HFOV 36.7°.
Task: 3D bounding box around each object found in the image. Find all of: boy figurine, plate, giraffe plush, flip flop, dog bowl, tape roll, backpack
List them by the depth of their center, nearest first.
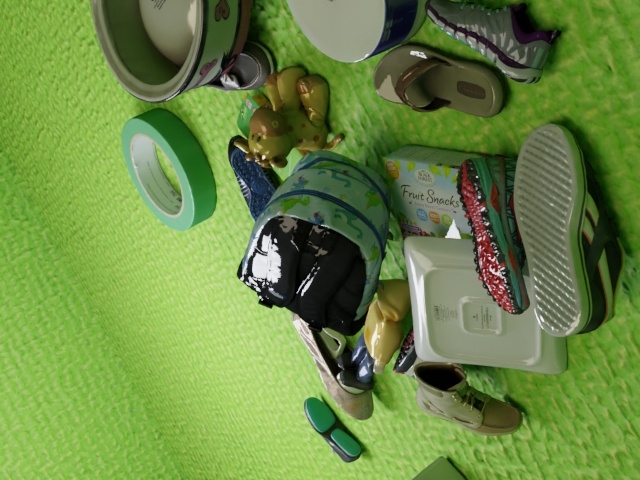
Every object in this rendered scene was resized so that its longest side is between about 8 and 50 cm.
[{"bbox_3d":[0.182,-0.253,1.596,0.277,0.080,0.112,24,135,44],"label":"flip flop"},{"bbox_3d":[0.052,-0.436,1.606,0.265,0.104,0.265,36,142,34],"label":"dog bowl"},{"bbox_3d":[0.285,0.123,1.682,0.278,0.045,0.277,4,125,20],"label":"plate"},{"bbox_3d":[0.000,0.000,1.819,0.290,0.273,0.355,27,164,8],"label":"backpack"},{"bbox_3d":[-0.079,-0.222,1.916,0.181,0.170,0.210,-3,114,56],"label":"giraffe plush"},{"bbox_3d":[-0.299,-0.488,1.950,0.408,0.150,0.408,18,115,45],"label":"dog bowl"},{"bbox_3d":[0.119,0.195,2.017,0.177,0.092,0.285,-93,18,-46],"label":"boy figurine"},{"bbox_3d":[-0.397,-0.183,2.511,0.321,0.077,0.321,37,143,34],"label":"tape roll"}]

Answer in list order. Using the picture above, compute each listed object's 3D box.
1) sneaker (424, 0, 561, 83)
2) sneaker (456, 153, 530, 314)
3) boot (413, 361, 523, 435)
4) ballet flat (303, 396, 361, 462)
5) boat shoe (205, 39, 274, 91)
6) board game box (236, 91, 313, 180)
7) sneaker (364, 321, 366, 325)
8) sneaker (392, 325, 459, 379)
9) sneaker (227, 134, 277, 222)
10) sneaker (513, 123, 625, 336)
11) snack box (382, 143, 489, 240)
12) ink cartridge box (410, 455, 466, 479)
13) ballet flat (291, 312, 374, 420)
[{"bbox_3d":[0.260,-0.329,1.447,0.223,0.083,0.098,41,122,24],"label":"sneaker"},{"bbox_3d":[0.312,-0.014,1.547,0.104,0.125,0.262,163,94,-76],"label":"sneaker"},{"bbox_3d":[0.281,0.299,1.838,0.213,0.077,0.165,14,153,17],"label":"boot"},{"bbox_3d":[0.025,0.494,2.487,0.203,0.074,0.074,45,147,19],"label":"ballet flat"},{"bbox_3d":[-0.227,-0.369,2.080,0.335,0.095,0.112,17,129,49],"label":"boat shoe"},{"bbox_3d":[-0.086,-0.202,2.079,0.259,0.039,0.124,47,148,15],"label":"board game box"},{"bbox_3d":[0.073,0.137,2.143,0.042,0.067,0.119,132,135,-61],"label":"sneaker"},{"bbox_3d":[0.244,0.181,1.872,0.112,0.121,0.299,25,144,0],"label":"sneaker"},{"bbox_3d":[-0.148,-0.136,2.198,0.090,0.081,0.232,-109,-1,-54],"label":"sneaker"},{"bbox_3d":[0.383,-0.017,1.483,0.126,0.127,0.321,-7,85,51],"label":"sneaker"},{"bbox_3d":[0.218,-0.072,1.711,0.207,0.070,0.175,15,128,49],"label":"snack box"},{"bbox_3d":[0.273,0.725,2.223,0.285,0.166,0.395,46,147,23],"label":"ink cartridge box"},{"bbox_3d":[0.040,0.274,2.243,0.316,0.107,0.106,55,142,4],"label":"ballet flat"}]
